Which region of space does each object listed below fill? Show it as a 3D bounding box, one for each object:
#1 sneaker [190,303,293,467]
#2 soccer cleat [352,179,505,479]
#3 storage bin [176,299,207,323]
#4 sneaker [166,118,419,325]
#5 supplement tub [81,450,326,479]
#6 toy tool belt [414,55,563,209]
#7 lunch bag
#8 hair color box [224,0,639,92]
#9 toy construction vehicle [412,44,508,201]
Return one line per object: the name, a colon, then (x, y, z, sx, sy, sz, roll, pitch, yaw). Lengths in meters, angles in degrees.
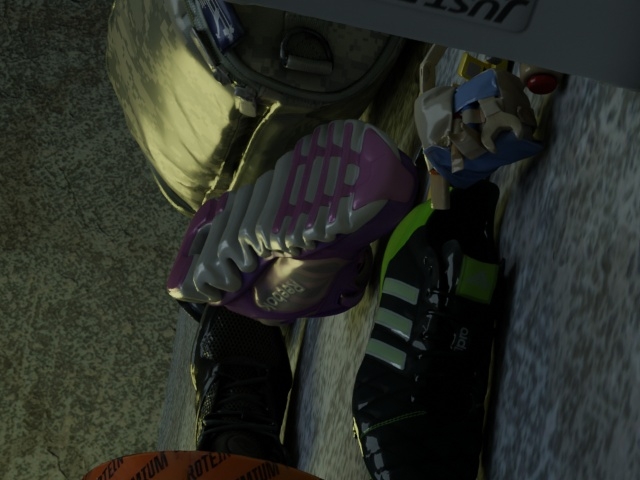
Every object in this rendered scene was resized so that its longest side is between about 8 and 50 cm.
sneaker: (-0.060, 0.139, 1.400, 0.130, 0.087, 0.227, 127, 150, -69)
soccer cleat: (0.054, 0.045, 0.804, 0.072, 0.060, 0.179, -52, 24, 45)
storage bin: (-0.064, 0.050, 1.579, 0.091, 0.098, 0.135, -51, 7, -1)
sneaker: (0.000, 0.000, 1.157, 0.236, 0.104, 0.095, -27, 37, 52)
supplement tub: (-0.066, 0.271, 0.818, 0.193, 0.193, 0.316, 115, 165, -60)
toy tool belt: (0.078, -0.048, 0.795, 0.083, 0.052, 0.051, -29, 52, 43)
lunch bag: (-0.038, -0.166, 1.251, 0.305, 0.212, 0.256, 124, 148, -68)
hair color box: (0.078, -0.235, 0.584, 0.105, 0.174, 0.347, -89, 13, -56)
toy construction vehicle: (0.069, -0.064, 0.922, 0.086, 0.035, 0.098, -112, 34, -76)
